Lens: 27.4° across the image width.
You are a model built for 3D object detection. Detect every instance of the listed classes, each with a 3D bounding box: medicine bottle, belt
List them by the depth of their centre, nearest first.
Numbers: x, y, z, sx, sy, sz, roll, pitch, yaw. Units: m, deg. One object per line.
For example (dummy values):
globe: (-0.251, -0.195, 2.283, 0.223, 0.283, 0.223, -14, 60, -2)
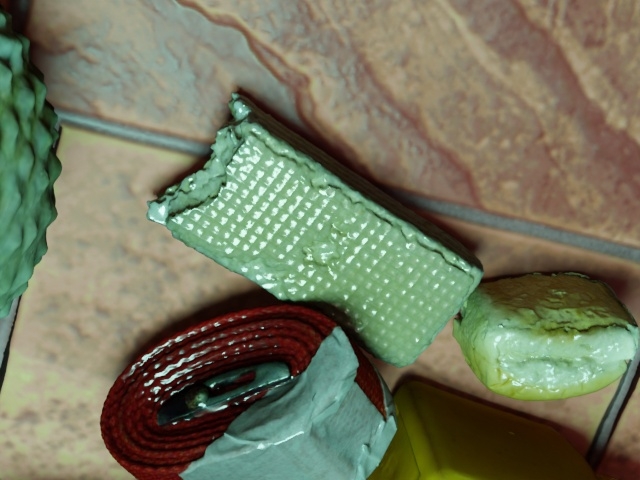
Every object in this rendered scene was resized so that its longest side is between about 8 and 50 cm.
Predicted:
belt: (-0.046, 0.133, 0.964, 0.200, 0.128, 0.124, -18, 139, 16)
medicine bottle: (0.149, 0.213, 1.030, 0.222, 0.149, 0.112, 21, 111, -17)

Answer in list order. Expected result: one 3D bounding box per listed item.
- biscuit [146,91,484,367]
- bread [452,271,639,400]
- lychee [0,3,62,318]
biscuit: (0.000, 0.000, 0.958, 0.239, 0.062, 0.108, 33, 106, -20)
bread: (0.168, 0.077, 0.995, 0.125, 0.106, 0.082, -1, 114, -5)
lychee: (-0.287, -0.048, 0.808, 0.255, 0.255, 0.274, 17, 79, -16)
